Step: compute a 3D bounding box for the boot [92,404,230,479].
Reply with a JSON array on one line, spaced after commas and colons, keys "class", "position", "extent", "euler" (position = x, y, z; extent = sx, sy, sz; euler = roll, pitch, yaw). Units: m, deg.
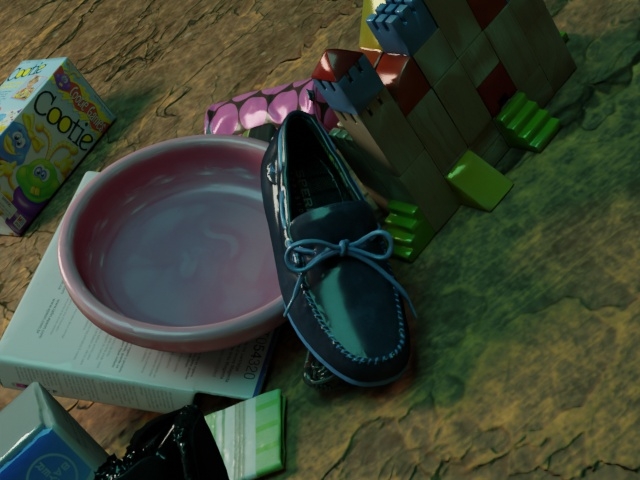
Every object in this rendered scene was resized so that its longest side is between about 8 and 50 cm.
[{"class": "boot", "position": [-0.068, 0.232, 1.047], "extent": [0.094, 0.207, 0.246], "euler": [-25, 1, 40]}]

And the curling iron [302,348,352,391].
[{"class": "curling iron", "position": [0.026, 0.071, 1.386], "extent": [0.068, 0.035, 0.274], "euler": [-2, 38, 10]}]

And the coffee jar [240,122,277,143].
[{"class": "coffee jar", "position": [-0.121, -0.088, 1.646], "extent": [0.184, 0.096, 0.079], "euler": [-21, 40, 23]}]

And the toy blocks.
[{"class": "toy blocks", "position": [0.133, -0.206, 1.413], "extent": [0.381, 0.261, 0.190], "euler": [-48, 36, -17]}]

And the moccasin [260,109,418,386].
[{"class": "moccasin", "position": [0.000, 0.000, 1.317], "extent": [0.137, 0.117, 0.342], "euler": [-15, 53, -18]}]

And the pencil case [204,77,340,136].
[{"class": "pencil case", "position": [-0.067, -0.167, 1.704], "extent": [0.209, 0.095, 0.098], "euler": [-11, 62, 36]}]

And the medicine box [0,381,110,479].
[{"class": "medicine box", "position": [-0.250, 0.326, 1.083], "extent": [0.263, 0.289, 0.149], "euler": [-43, 19, -9]}]

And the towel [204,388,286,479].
[{"class": "towel", "position": [-0.105, 0.231, 1.324], "extent": [0.152, 0.023, 0.113], "euler": [-22, 39, 17]}]

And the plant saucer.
[{"class": "plant saucer", "position": [-0.142, 0.011, 1.454], "extent": [0.332, 0.084, 0.332], "euler": [-3, 47, 3]}]

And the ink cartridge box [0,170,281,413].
[{"class": "ink cartridge box", "position": [-0.192, 0.064, 1.511], "extent": [0.330, 0.071, 0.324], "euler": [9, 49, 11]}]

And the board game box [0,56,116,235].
[{"class": "board game box", "position": [-0.497, -0.157, 2.020], "extent": [0.144, 0.142, 0.275], "euler": [5, 52, 45]}]
